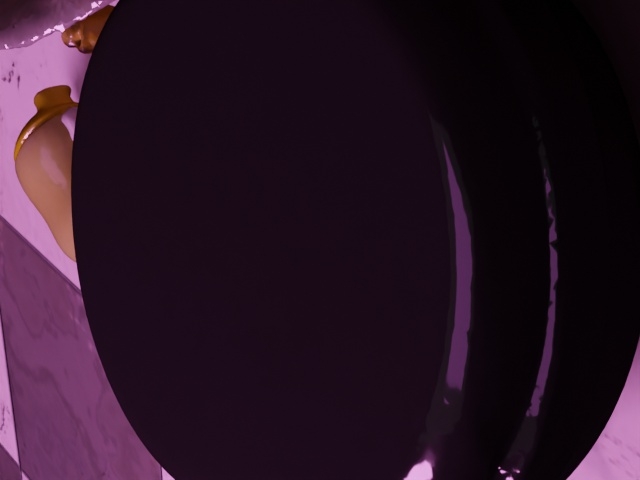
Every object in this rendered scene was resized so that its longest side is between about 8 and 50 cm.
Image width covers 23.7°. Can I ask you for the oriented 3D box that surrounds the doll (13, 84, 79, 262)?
[{"bbox_3d":[-0.125,-0.010,0.879,0.162,0.062,0.106,60,153,18],"label":"doll"}]

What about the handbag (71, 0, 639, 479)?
[{"bbox_3d":[0.001,0.000,0.603,0.308,0.093,0.253,5,100,55],"label":"handbag"}]

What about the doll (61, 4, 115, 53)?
[{"bbox_3d":[-0.154,-0.271,0.741,0.160,0.094,0.365,41,139,45],"label":"doll"}]

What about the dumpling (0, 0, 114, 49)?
[{"bbox_3d":[-0.024,-0.154,0.486,0.293,0.163,0.204,-115,37,-57],"label":"dumpling"}]
